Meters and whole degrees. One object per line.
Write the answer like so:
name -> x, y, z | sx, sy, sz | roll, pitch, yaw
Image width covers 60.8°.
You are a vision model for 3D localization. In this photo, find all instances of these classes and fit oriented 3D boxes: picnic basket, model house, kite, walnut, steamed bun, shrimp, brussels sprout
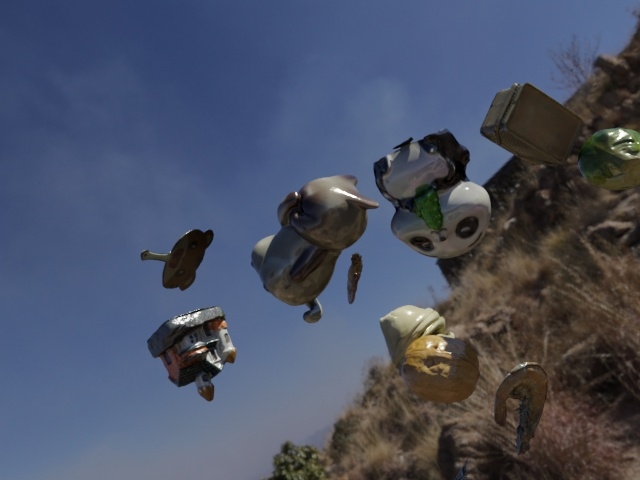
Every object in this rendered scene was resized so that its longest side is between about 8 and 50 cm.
picnic basket -> 0.645, -0.349, 1.665 | 0.165, 0.266, 0.139 | -65, 16, -3
model house -> -0.424, 0.416, 1.938 | 0.190, 0.301, 0.271 | -37, -17, 36
kite -> 0.330, 0.622, 1.294 | 0.009, 0.232, 0.189 | 4, -7, -5
walnut -> 0.343, 0.369, 1.569 | 0.225, 0.193, 0.193 | 4, 1, 34
steamed bun -> 0.352, 0.341, 1.824 | 0.203, 0.289, 0.276 | -24, -2, 25
shrimp -> 0.458, 0.396, 1.263 | 0.143, 0.251, 0.052 | -6, 13, -18
brussels sprout -> 0.741, -0.203, 1.372 | 0.161, 0.181, 0.144 | 1, -56, 7
shrimp -> 0.125, 0.147, 2.079 | 0.053, 0.133, 0.236 | 13, -51, 5

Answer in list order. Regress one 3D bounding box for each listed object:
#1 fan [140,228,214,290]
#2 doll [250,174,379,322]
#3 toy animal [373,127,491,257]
fan -> -0.300, 0.038, 1.122 | 0.153, 0.008, 0.226 | -63, -19, 5
doll -> -0.030, 0.005, 1.383 | 0.226, 0.215, 0.370 | 19, -71, -22
toy animal -> 0.234, -0.089, 1.142 | 0.212, 0.267, 0.212 | -23, -3, -1
